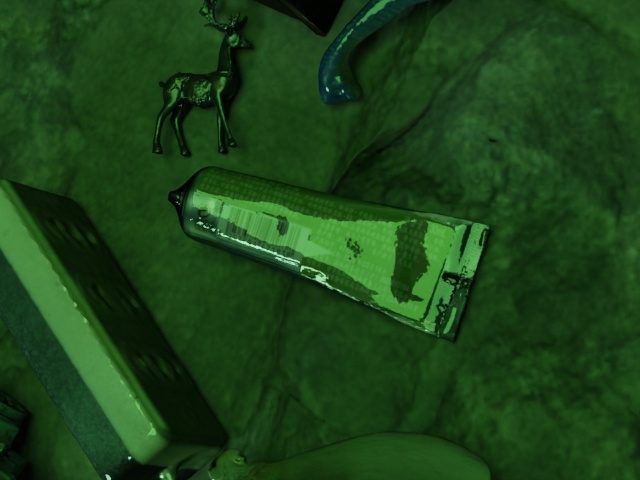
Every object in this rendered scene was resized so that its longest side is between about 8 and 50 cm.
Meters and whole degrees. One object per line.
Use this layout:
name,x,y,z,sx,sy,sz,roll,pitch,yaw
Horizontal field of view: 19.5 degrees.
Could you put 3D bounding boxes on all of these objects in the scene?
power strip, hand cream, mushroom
power strip,-0.166,0.071,1.358,0.070,0.105,0.257,-40,68,15
hand cream,0.000,0.000,1.340,0.235,0.055,0.086,16,88,17
mushroom,0.021,0.182,1.263,0.225,0.093,0.116,6,102,19

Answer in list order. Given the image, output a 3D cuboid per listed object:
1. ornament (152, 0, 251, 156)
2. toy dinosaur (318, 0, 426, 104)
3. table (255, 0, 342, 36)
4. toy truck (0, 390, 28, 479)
ornament,-0.090,-0.127,1.411,0.073,0.028,0.125,-1,80,22
toy dinosaur,0.055,-0.240,1.341,0.188,0.075,0.248,-16,92,15
table,-0.066,-0.278,1.354,0.193,0.172,0.169,25,89,21
toy truck,-0.328,0.129,1.372,0.256,0.140,0.108,33,93,5
